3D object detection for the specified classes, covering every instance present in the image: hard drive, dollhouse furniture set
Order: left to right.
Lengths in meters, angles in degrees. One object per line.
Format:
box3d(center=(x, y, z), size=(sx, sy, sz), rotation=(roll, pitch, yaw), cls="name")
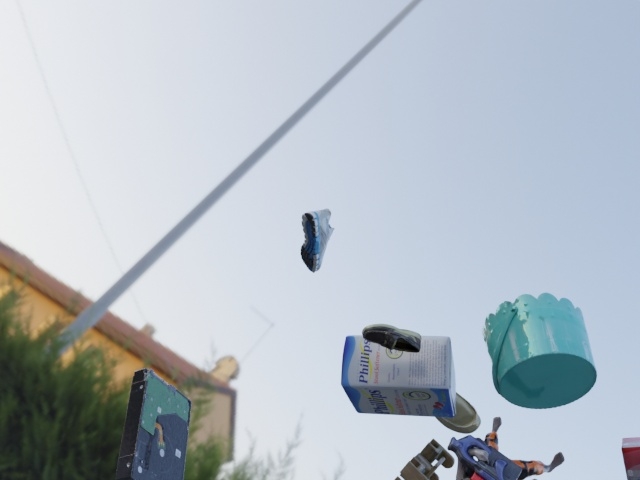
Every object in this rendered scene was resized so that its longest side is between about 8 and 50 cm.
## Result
box3d(center=(-0.473, 0.568, 2.015), size=(0.064, 0.339, 0.237), rotation=(-18, -44, 18), cls="hard drive")
box3d(center=(0.274, 0.706, 1.923), size=(0.161, 0.242, 0.212), rotation=(41, 18, 20), cls="dollhouse furniture set")

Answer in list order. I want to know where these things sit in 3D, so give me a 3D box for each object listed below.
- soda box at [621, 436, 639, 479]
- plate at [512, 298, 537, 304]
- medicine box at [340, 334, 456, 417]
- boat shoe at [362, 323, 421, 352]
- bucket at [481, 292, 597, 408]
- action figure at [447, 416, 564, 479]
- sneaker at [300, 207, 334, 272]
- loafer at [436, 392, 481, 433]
box3d(center=(0.839, 0.497, 1.613), size=(0.263, 0.092, 0.084), rotation=(-11, -95, 23), cls="soda box")
box3d(center=(0.669, 0.259, 2.186), size=(0.188, 0.188, 0.024), rotation=(29, -39, 23), cls="plate")
box3d(center=(0.224, 0.379, 1.942), size=(0.289, 0.149, 0.263), rotation=(-2, -30, 13), cls="medicine box")
box3d(center=(0.178, 0.245, 1.739), size=(0.152, 0.049, 0.056), rotation=(8, -52, -5), cls="boat shoe")
box3d(center=(0.558, 0.290, 1.791), size=(0.280, 0.183, 0.281), rotation=(1, -47, 1), cls="bucket")
box3d(center=(0.465, 0.604, 1.707), size=(0.341, 0.330, 0.179), rotation=(39, -51, 26), cls="action figure")
box3d(center=(0.000, 0.000, 1.775), size=(0.071, 0.082, 0.191), rotation=(41, -39, 35), cls="sneaker")
box3d(center=(0.369, 0.490, 2.148), size=(0.268, 0.102, 0.092), rotation=(33, -18, 26), cls="loafer")
